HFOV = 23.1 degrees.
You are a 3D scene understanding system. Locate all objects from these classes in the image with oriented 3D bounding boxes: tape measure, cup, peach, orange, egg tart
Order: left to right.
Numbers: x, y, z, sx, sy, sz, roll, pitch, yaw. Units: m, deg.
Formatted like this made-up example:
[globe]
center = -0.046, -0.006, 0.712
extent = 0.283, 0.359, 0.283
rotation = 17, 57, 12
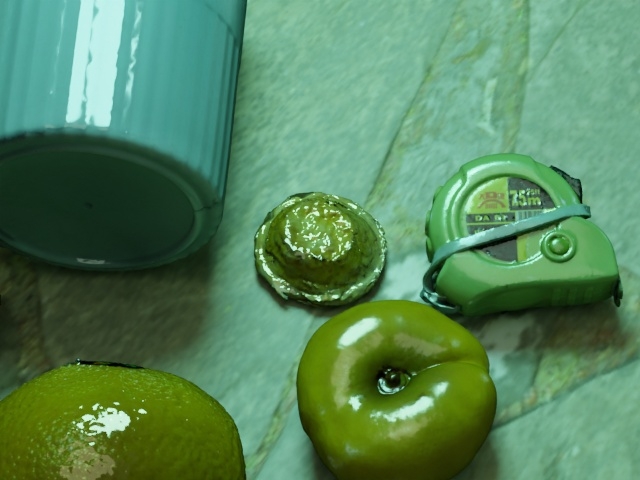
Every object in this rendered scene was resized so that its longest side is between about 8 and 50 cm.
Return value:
[cup]
center = -0.230, -0.164, 1.431
extent = 0.331, 0.257, 0.311
rotation = 13, 58, -19
[orange]
center = -0.172, 0.202, 1.239
extent = 0.236, 0.236, 0.236
rotation = -1, 58, 1
[egg tart]
center = 0.000, 0.000, 1.458
extent = 0.128, 0.049, 0.129
rotation = 0, 57, 0
[peach]
center = 0.067, 0.134, 1.340
extent = 0.179, 0.103, 0.179
rotation = 1, 57, -1
[tape measure]
center = 0.172, -0.002, 1.429
extent = 0.177, 0.087, 0.154
rotation = -7, 70, -1
